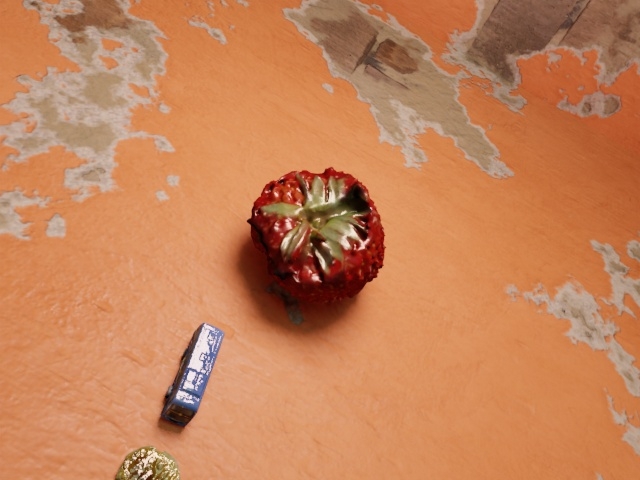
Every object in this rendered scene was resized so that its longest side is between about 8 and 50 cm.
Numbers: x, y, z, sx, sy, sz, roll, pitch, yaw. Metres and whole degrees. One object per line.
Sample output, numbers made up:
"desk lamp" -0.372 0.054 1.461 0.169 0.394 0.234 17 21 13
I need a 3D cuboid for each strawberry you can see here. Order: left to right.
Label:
"strawberry" 0.004 -0.001 1.042 0.261 0.258 0.261 -1 61 3

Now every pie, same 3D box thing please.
"pie" -0.231 0.319 0.756 0.084 0.020 0.084 14 47 -16

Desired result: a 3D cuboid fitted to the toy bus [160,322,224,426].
"toy bus" -0.192 0.199 0.852 0.051 0.061 0.153 27 43 -13
